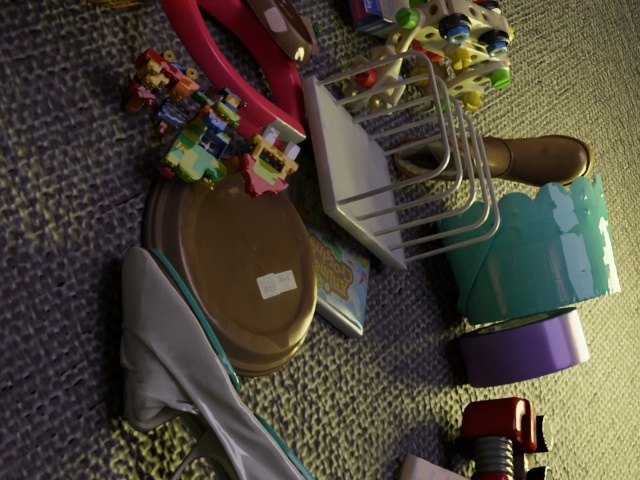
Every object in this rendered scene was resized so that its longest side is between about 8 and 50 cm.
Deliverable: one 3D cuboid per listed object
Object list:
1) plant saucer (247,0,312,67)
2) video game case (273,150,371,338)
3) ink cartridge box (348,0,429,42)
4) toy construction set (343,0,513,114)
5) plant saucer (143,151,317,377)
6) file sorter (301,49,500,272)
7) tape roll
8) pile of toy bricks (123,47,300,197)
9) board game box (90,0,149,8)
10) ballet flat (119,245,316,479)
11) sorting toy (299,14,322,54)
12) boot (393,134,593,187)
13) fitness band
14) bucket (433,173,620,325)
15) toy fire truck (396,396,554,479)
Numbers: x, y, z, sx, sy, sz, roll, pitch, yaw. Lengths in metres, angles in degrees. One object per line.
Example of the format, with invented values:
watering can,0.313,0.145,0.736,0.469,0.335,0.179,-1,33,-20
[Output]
plant saucer,-0.058,-0.302,1.655,0.168,0.029,0.168,53,11,-16
video game case,0.000,0.000,1.683,0.212,0.023,0.193,41,45,-42
ink cartridge box,0.109,-0.410,1.994,0.311,0.065,0.186,1,75,-60
toy construction set,0.170,-0.280,1.914,0.327,0.215,0.151,-12,76,-53
plant saucer,-0.093,0.022,1.488,0.278,0.041,0.278,27,53,-43
file sorter,0.117,-0.103,1.702,0.277,0.173,0.193,39,38,-61
tape roll,0.310,0.163,1.938,0.189,0.189,0.080,-13,87,-58
pile of toy bricks,-0.141,-0.109,1.414,0.212,0.118,0.105,37,62,-19
board game box,-0.192,-0.465,1.232,0.356,0.356,0.356,8,79,-56
ballet flat,-0.120,0.191,1.296,0.400,0.139,0.139,55,32,5
sorting toy,-0.020,-0.289,1.788,0.083,0.012,0.062,-10,80,-55
boot,0.276,-0.123,1.985,0.269,0.236,0.089,-6,96,-61
fitness band,-0.100,-0.222,1.550,0.291,0.054,0.209,34,34,-56
bucket,0.322,0.018,1.953,0.281,0.281,0.183,-7,83,-58
toy fire truck,0.226,0.320,1.806,0.246,0.158,0.217,46,41,-53
